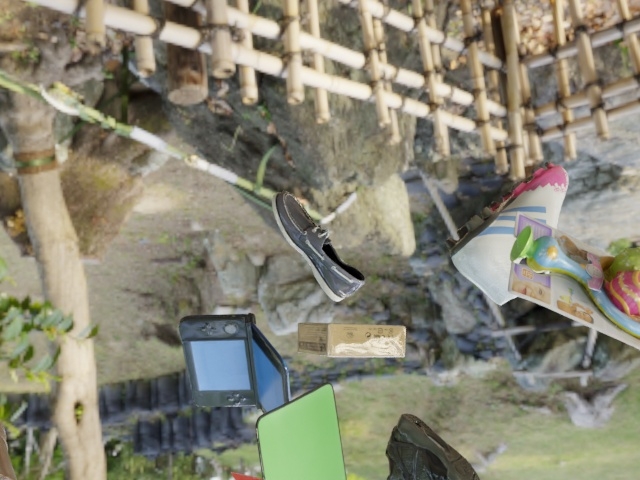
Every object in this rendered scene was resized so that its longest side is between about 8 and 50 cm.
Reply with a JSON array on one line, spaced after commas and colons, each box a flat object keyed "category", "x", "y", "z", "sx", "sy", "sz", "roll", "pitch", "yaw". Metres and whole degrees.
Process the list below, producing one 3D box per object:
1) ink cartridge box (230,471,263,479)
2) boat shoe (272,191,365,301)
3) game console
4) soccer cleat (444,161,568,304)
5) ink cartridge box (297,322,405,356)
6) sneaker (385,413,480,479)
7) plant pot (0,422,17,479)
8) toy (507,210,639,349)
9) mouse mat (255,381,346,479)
[{"category": "ink cartridge box", "x": -0.036, "y": 0.683, "z": 1.593, "sx": 0.384, "sy": 0.308, "sz": 0.091, "roll": -3, "pitch": -149, "yaw": 43}, {"category": "boat shoe", "x": 0.000, "y": 0.000, "z": 1.157, "sx": 0.065, "sy": 0.206, "sz": 0.075, "roll": -29, "pitch": -172, "yaw": 33}, {"category": "game console", "x": -0.188, "y": 0.325, "z": 1.617, "sx": 0.250, "sy": 0.173, "sz": 0.293, "roll": -2, "pitch": 126, "yaw": 0}, {"category": "soccer cleat", "x": 0.322, "y": -0.010, "z": 1.134, "sx": 0.331, "sy": 0.143, "sz": 0.116, "roll": -33, "pitch": 171, "yaw": -41}, {"category": "ink cartridge box", "x": 0.080, "y": 0.265, "z": 1.916, "sx": 0.234, "sy": 0.088, "sz": 0.193, "roll": 4, "pitch": 172, "yaw": -25}, {"category": "sneaker", "x": 0.220, "y": 0.467, "z": 1.435, "sx": 0.227, "sy": 0.130, "sz": 0.087, "roll": 38, "pitch": -163, "yaw": 31}, {"category": "plant pot", "x": -0.648, "y": 0.437, "z": 1.334, "sx": 0.167, "sy": 0.167, "sz": 0.165, "roll": 9, "pitch": -162, "yaw": -44}, {"category": "toy", "x": 0.316, "y": 0.043, "z": 0.745, "sx": 0.237, "sy": 0.137, "sz": 0.056, "roll": 22, "pitch": 132, "yaw": 1}, {"category": "mouse mat", "x": -0.020, "y": 0.273, "z": 0.904, "sx": 0.007, "sy": 0.153, "sz": 0.189, "roll": -9, "pitch": 180, "yaw": 30}]
